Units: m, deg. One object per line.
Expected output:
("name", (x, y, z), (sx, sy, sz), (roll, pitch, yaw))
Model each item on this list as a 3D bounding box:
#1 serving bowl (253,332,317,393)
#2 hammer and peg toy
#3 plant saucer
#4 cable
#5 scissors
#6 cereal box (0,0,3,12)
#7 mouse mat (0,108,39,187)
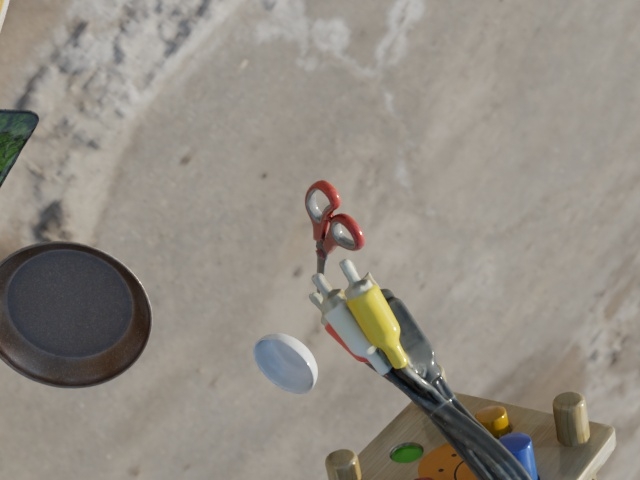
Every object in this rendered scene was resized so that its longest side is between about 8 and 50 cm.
("serving bowl", (-0.036, 0.136, 1.434), (0.027, 0.083, 0.083), (-49, 153, -37))
("hammer and peg toy", (0.131, 0.282, 1.329), (0.361, 0.266, 0.127), (-38, 125, -44))
("plant saucer", (-0.293, 0.081, 1.457), (0.199, 0.036, 0.198), (-1, 118, -1))
("cable", (0.085, 0.146, 1.177), (0.072, 0.287, 0.139), (-30, 171, -23))
("scissors", (0.000, 0.000, 1.760), (0.021, 0.109, 0.297), (-37, 173, -20))
("cereal box", (-0.354, -0.187, 1.252), (0.047, 0.240, 0.173), (19, 99, -14))
("mouse mat", (-0.329, -0.053, 1.029), (0.153, 0.007, 0.189), (-3, 150, -35))
